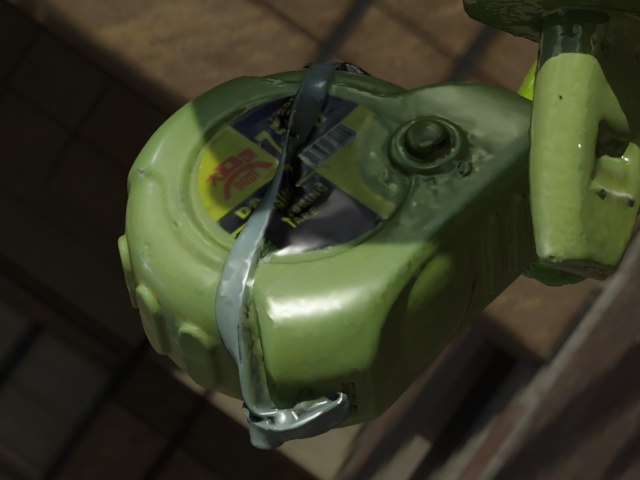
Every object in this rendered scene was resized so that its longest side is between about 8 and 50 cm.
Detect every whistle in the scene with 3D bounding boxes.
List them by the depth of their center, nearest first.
[{"bbox_3d":[0.093,-0.102,0.585,0.085,0.105,0.227,-2,78,45],"label":"whistle"}]

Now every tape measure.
[{"bbox_3d":[0.000,0.000,0.835,0.200,0.175,0.106,-47,-31,-27],"label":"tape measure"}]

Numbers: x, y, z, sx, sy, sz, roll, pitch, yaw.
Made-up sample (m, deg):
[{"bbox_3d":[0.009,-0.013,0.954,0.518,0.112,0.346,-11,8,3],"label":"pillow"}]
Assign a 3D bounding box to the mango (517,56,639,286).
[{"bbox_3d":[0.158,-0.059,1.071,0.178,0.100,0.119,-61,17,3],"label":"mango"}]
